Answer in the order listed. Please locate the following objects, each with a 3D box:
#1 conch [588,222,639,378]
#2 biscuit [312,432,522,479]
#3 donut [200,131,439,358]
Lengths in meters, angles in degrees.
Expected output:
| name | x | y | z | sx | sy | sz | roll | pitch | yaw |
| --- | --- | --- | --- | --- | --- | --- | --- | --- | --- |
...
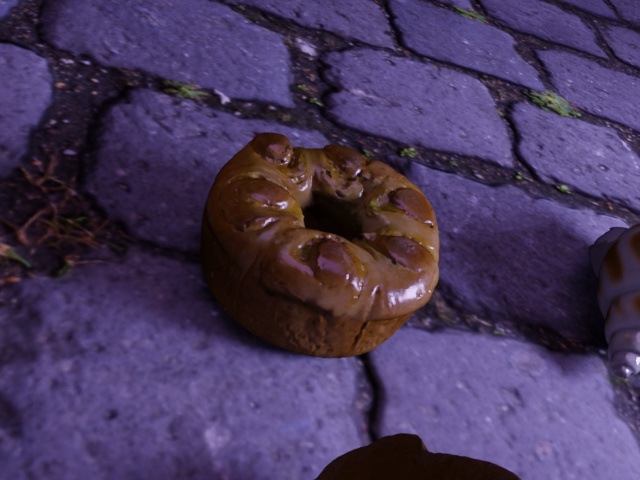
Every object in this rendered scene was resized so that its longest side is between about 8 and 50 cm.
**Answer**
| name | x | y | z | sx | sy | sz | roll | pitch | yaw |
| --- | --- | --- | --- | --- | --- | --- | --- | --- | --- |
| conch | 0.383 | 0.045 | 0.769 | 0.275 | 0.183 | 0.148 | -18 | 86 | -33 |
| biscuit | 0.039 | 0.195 | 0.408 | 0.181 | 0.208 | 0.049 | -39 | 108 | -29 |
| donut | -0.001 | 0.001 | 0.648 | 0.227 | 0.113 | 0.226 | 15 | 40 | -13 |
